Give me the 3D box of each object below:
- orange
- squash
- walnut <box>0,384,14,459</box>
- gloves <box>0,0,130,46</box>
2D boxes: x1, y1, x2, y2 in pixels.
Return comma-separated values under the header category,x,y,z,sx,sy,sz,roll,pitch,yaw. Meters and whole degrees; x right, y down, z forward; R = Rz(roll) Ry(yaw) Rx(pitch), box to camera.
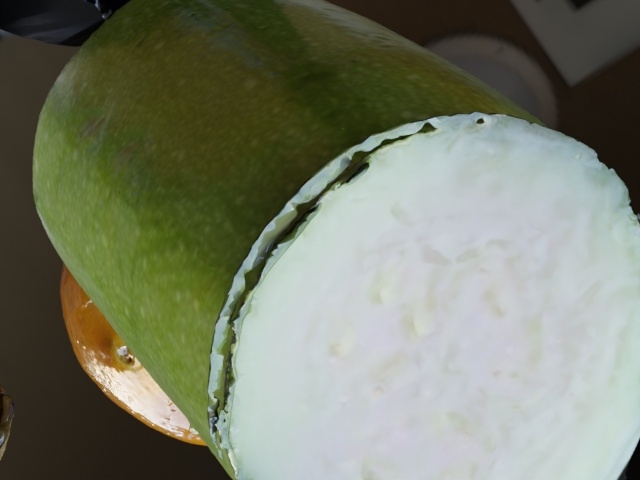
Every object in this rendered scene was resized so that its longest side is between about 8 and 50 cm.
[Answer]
category,x,y,z,sx,sy,sz,roll,pitch,yaw
orange,-0.112,0.056,1.460,0.284,0.284,0.226,-23,-174,45
squash,0.000,0.000,0.916,0.263,0.263,0.384,-39,-151,-6
walnut,-0.387,0.169,1.428,0.141,0.204,0.238,112,-18,-51
gloves,-0.194,-0.290,1.214,0.152,0.197,0.301,-51,-144,42
